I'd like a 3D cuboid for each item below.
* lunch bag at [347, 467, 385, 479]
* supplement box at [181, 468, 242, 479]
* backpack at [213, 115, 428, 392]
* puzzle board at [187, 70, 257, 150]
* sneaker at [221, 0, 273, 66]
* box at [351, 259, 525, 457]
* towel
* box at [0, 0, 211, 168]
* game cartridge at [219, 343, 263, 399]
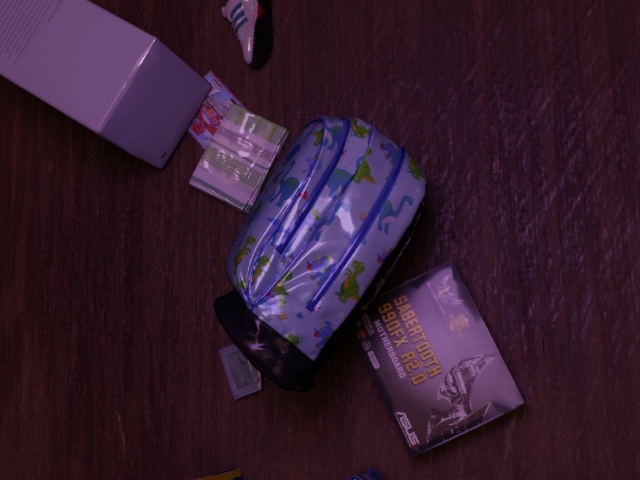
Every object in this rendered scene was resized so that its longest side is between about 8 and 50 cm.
[{"bbox_3d":[0.042,0.403,1.274,0.096,0.129,0.151,36,93,18],"label":"lunch bag"},{"bbox_3d":[-0.290,0.469,1.312,0.356,0.195,0.194,-16,78,11],"label":"supplement box"},{"bbox_3d":[0.000,0.000,1.275,0.355,0.290,0.273,-41,95,-2],"label":"backpack"},{"bbox_3d":[-0.177,-0.206,1.489,0.096,0.011,0.128,-43,74,4],"label":"puzzle board"},{"bbox_3d":[-0.123,-0.358,1.485,0.075,0.057,0.161,-5,81,30],"label":"sneaker"},{"bbox_3d":[0.165,0.172,1.319,0.183,0.056,0.231,-27,76,9],"label":"box"},{"bbox_3d":[-0.131,-0.134,1.452,0.113,0.023,0.152,27,89,7],"label":"towel"},{"bbox_3d":[-0.385,-0.285,1.442,0.345,0.215,0.168,31,90,19],"label":"box"},{"bbox_3d":[-0.121,0.200,1.407,0.056,0.017,0.083,-22,77,13],"label":"game cartridge"}]
